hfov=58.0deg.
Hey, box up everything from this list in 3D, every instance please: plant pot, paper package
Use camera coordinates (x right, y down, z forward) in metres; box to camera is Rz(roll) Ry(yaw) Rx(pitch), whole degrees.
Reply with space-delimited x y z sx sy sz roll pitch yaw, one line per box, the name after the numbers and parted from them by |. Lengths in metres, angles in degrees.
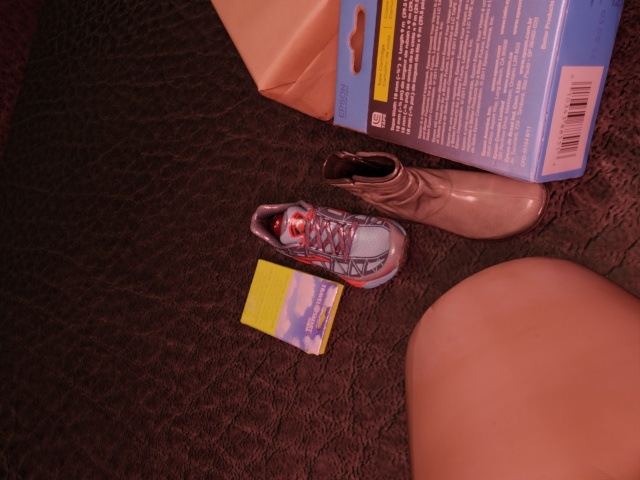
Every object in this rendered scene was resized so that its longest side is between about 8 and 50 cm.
0.194 0.169 0.414 0.323 0.323 0.280 -46 33 22 | plant pot
-0.005 -0.407 0.921 0.309 0.168 0.324 -43 53 23 | paper package

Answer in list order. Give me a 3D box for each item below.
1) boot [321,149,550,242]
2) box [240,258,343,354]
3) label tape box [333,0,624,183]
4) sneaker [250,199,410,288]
0.127 -0.059 0.693 0.247 0.161 0.083 6 81 43 | boot
-0.040 0.099 0.876 0.178 0.042 0.108 14 87 43 | box
0.163 -0.227 0.688 0.334 0.106 0.240 30 123 48 | label tape box
0.000 0.000 0.814 0.262 0.125 0.104 9 83 43 | sneaker
